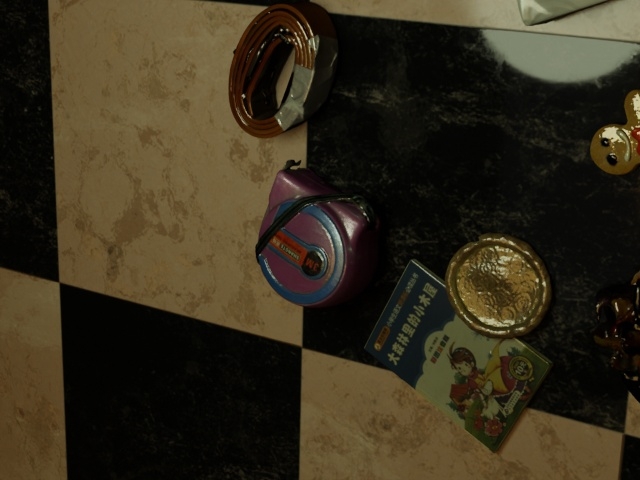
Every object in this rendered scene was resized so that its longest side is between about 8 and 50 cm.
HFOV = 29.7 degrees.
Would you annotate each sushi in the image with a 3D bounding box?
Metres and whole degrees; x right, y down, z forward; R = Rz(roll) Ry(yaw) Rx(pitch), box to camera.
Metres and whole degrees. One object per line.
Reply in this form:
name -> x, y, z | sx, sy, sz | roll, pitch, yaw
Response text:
sushi -> 0.546, 0.136, 1.871 | 0.227, 0.212, 0.215 | -36, 82, 34

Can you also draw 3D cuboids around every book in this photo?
book -> 0.245, 0.212, 2.214 | 0.322, 0.018, 0.228 | 37, 120, 20

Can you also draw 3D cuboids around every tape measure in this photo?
tape measure -> 0.000, 0.000, 2.246 | 0.231, 0.149, 0.245 | 33, 112, 25

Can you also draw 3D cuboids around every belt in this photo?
belt -> -0.069, -0.311, 2.222 | 0.184, 0.105, 0.261 | 41, 121, 16

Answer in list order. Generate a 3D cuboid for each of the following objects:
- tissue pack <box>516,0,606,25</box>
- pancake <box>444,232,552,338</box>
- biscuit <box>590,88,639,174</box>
tissue pack -> 0.397, -0.436, 1.848 | 0.229, 0.145, 0.159 | -13, 95, 35
pancake -> 0.312, 0.080, 2.118 | 0.199, 0.021, 0.199 | 4, 99, 27
biscuit -> 0.535, -0.170, 1.902 | 0.240, 0.035, 0.158 | -24, 87, 36
